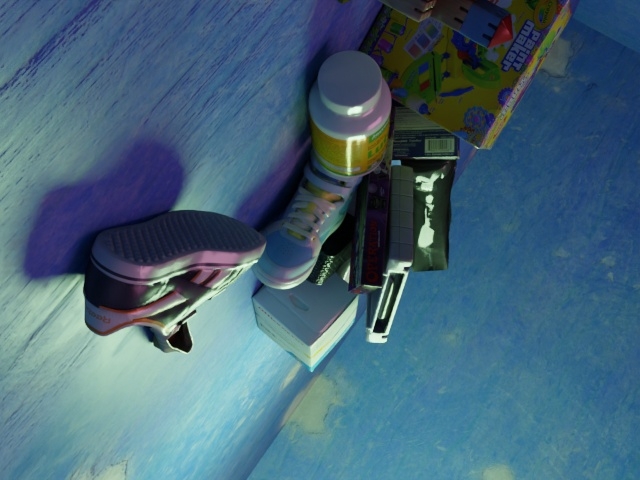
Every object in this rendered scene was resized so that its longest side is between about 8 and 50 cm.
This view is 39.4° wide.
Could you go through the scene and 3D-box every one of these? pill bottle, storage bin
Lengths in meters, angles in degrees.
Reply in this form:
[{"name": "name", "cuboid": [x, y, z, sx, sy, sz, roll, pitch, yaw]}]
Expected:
[{"name": "pill bottle", "cuboid": [0.049, -0.212, 1.502, 0.136, 0.136, 0.245, -54, 168, -15]}, {"name": "storage bin", "cuboid": [0.000, 0.000, 1.884, 0.180, 0.122, 0.084, -40, 160, -55]}]

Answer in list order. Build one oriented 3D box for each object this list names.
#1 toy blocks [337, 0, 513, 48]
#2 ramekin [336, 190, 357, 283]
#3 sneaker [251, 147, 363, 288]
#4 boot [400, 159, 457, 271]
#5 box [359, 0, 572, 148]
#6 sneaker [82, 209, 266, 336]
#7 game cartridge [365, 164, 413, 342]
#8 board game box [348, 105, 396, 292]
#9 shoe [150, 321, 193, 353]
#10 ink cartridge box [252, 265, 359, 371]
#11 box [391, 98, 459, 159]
[{"name": "toy blocks", "cuboid": [0.198, -0.439, 1.219, 0.191, 0.261, 0.381, -41, 159, -54]}, {"name": "ramekin", "cuboid": [0.068, -0.012, 2.115, 0.273, 0.127, 0.273, -54, 168, -17]}, {"name": "sneaker", "cuboid": [-0.019, -0.066, 1.649, 0.319, 0.127, 0.208, -59, 175, -48]}, {"name": "boot", "cuboid": [0.257, -0.178, 2.040, 0.445, 0.146, 0.367, 71, 30, -59]}, {"name": "box", "cuboid": [0.254, -0.356, 1.614, 0.290, 0.279, 0.177, -60, 168, 13]}, {"name": "sneaker", "cuboid": [-0.199, 0.042, 1.198, 0.321, 0.126, 0.127, -12, 130, -59]}, {"name": "game cartridge", "cuboid": [0.136, 0.033, 1.846, 0.355, 0.068, 0.230, 99, -8, -57]}, {"name": "board game box", "cuboid": [0.100, -0.073, 1.759, 0.208, 0.056, 0.346, 93, 2, -82]}, {"name": "shoe", "cuboid": [-0.235, 0.126, 1.417, 0.076, 0.058, 0.219, -52, 167, -23]}, {"name": "ink cartridge box", "cuboid": [-0.031, 0.157, 2.010, 0.168, 0.171, 0.232, -47, 167, -16]}, {"name": "box", "cuboid": [0.208, -0.272, 1.770, 0.036, 0.137, 0.225, 15, 76, -75]}]
